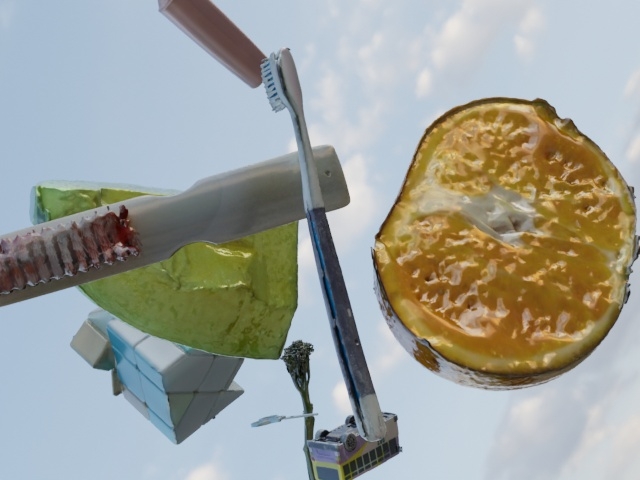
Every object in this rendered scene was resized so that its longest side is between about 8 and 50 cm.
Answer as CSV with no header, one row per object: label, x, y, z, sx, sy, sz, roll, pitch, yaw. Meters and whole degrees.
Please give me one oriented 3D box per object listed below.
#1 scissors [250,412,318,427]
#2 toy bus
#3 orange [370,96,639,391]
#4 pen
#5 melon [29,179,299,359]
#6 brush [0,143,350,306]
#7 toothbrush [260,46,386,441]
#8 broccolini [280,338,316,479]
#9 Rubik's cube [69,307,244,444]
scissors,-0.035,0.184,1.234,0.036,0.083,0.006,-13,-91,-53
toy bus,0.040,0.225,1.296,0.102,0.052,0.058,-18,-78,-43
orange,0.182,0.012,1.215,0.310,0.274,0.274,-73,-1,-65
pen,-0.137,-0.252,1.375,0.197,0.032,0.053,42,-115,-25
melon,-0.164,0.005,1.230,0.323,0.196,0.124,15,-34,-33
brush,-0.131,-0.015,1.002,0.321,0.060,0.050,-17,-5,-10
toothbrush,0.000,0.000,0.835,0.024,0.026,0.288,-4,-105,-44
broccolini,-0.016,0.249,1.704,0.042,0.044,0.218,-18,-82,-68
Rubik's cube,-0.214,0.123,1.639,0.224,0.213,0.265,-35,-33,-28
